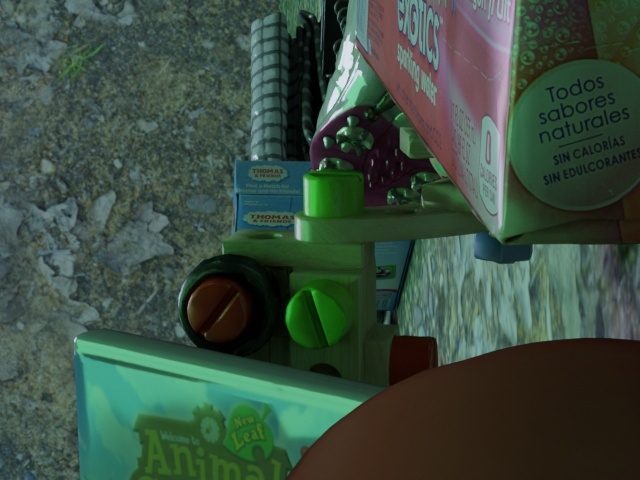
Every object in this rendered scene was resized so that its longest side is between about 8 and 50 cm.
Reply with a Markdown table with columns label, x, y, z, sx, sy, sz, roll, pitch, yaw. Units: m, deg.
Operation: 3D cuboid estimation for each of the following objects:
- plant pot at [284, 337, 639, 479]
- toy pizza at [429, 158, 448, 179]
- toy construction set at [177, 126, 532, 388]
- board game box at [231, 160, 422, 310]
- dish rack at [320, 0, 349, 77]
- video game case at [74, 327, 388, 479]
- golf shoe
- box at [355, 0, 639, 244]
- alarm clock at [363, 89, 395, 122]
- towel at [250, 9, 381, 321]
| label | x | y | z | sx | sy | sz | roll | pitch | yaw |
| --- | --- | --- | --- | --- | --- | --- | --- | --- | --- |
| plant pot | 0.067 | 0.172 | 0.389 | 0.243 | 0.275 | 0.275 | -83 | -3 | -55 |
| toy pizza | 0.080 | -0.106 | 0.911 | 0.201 | 0.032 | 0.201 | 43 | 140 | 50 |
| toy construction set | 0.048 | 0.085 | 0.792 | 0.151 | 0.215 | 0.328 | 18 | -106 | -77 |
| board game box | 0.000 | 0.000 | 1.460 | 0.211 | 0.160 | 0.039 | 100 | 169 | -61 |
| dish rack | 0.049 | -0.213 | 1.387 | 0.271 | 0.074 | 0.208 | -105 | 15 | -68 |
| video game case | -0.030 | 0.148 | 0.727 | 0.212 | 0.023 | 0.193 | 8 | 104 | 41 |
| golf shoe | 0.066 | -0.135 | 1.135 | 0.306 | 0.115 | 0.140 | 111 | 168 | -57 |
| box | 0.098 | -0.110 | 0.521 | 0.300 | 0.142 | 0.154 | -111 | 21 | -73 |
| alarm clock | 0.093 | -0.127 | 0.751 | 0.192 | 0.064 | 0.129 | -24 | 27 | 50 |
| towel | 0.000 | -0.061 | 1.627 | 0.284 | 0.121 | 0.235 | 85 | -178 | -56 |
